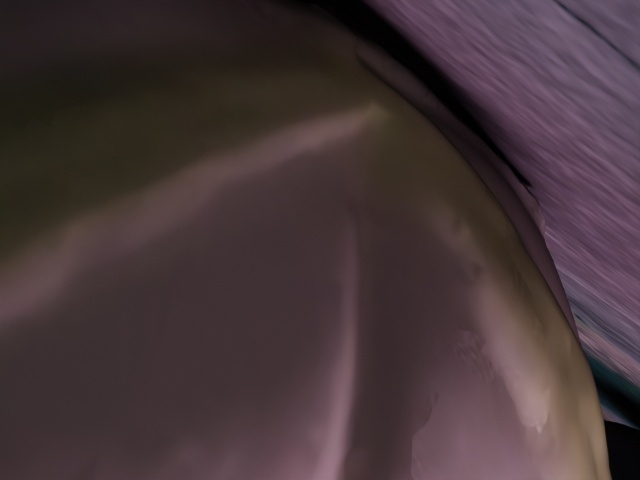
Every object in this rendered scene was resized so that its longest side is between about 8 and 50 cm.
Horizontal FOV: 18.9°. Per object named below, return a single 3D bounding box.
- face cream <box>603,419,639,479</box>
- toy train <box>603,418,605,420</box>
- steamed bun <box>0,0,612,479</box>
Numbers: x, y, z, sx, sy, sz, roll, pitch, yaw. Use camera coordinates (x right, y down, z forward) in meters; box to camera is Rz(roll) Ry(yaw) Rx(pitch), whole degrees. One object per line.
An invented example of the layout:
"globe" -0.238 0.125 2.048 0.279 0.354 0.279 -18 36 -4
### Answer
"face cream" 0.200 0.173 0.763 0.235 0.137 0.420 41 166 -28
"toy train" 0.123 0.119 1.110 0.194 0.081 0.125 42 173 -40
"steamed bun" -0.094 0.095 0.424 0.309 0.309 0.309 39 179 1
